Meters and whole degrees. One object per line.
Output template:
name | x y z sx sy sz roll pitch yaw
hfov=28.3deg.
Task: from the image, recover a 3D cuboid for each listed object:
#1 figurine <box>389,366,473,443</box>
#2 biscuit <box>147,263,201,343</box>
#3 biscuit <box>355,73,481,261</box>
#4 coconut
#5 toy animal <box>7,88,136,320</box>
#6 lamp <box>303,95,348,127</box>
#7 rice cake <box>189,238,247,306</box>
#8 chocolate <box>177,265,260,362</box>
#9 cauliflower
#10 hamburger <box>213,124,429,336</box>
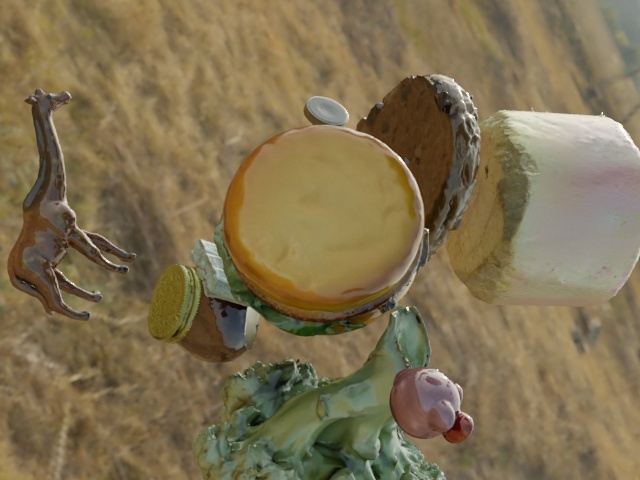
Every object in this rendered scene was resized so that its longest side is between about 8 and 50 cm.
figurine | 0.100 0.155 1.195 0.071 0.067 0.083 35 3 -24
biscuit | -0.153 0.066 1.320 0.023 0.084 0.084 17 43 -31
biscuit | 0.120 -0.087 1.703 0.075 0.296 0.296 14 44 -26
coconut | 0.350 -0.044 1.888 0.310 0.297 0.297 5 51 -23
toy animal | -0.315 -0.043 1.541 0.230 0.224 0.066 42 -16 -16
lamp | -0.024 -0.124 2.029 0.121 0.214 0.121 17 39 -14
rice cake | -0.094 0.071 1.962 0.211 0.038 0.124 18 27 -33
chocolate | -0.184 0.115 2.045 0.176 0.177 0.176 57 18 -30
cauliflower | 0.019 0.238 1.420 0.327 0.281 0.260 -1 69 -35
hamburger | 0.001 -0.001 1.443 0.170 0.246 0.246 84 -10 -65
